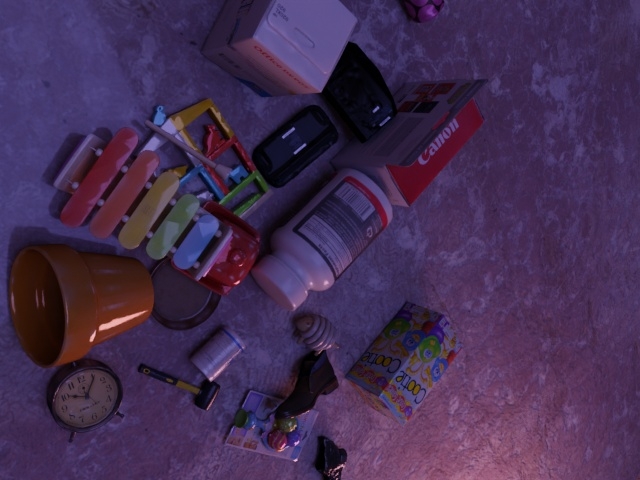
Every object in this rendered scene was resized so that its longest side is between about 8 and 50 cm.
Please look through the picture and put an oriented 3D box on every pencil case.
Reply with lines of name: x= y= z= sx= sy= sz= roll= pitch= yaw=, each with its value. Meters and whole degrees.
pencil case: x=0.225 y=-0.634 z=1.381 sx=0.098 sy=0.095 sz=0.209 roll=-55 pitch=128 yaw=-33

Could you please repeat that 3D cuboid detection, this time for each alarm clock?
alarm clock: x=-0.452 y=0.275 z=1.097 sx=0.129 sy=0.064 sz=0.192 roll=-20 pitch=113 yaw=-30

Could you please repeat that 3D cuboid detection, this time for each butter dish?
butter dish: x=-0.188 y=0.025 z=1.163 sx=0.160 sy=0.118 sz=0.160 roll=37 pitch=78 yaw=-36

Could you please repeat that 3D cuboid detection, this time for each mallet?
mallet: x=-0.296 y=0.297 z=1.233 sx=0.189 sy=0.039 sz=0.062 roll=41 pitch=76 yaw=-30

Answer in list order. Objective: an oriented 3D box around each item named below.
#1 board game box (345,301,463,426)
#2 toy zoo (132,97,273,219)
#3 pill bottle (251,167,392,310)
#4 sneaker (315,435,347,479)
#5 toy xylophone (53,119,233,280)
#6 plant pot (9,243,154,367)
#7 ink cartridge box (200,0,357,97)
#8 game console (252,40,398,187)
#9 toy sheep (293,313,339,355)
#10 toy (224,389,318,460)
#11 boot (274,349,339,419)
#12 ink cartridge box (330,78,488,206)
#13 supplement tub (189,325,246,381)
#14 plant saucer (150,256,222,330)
board game box: x=0.226 y=0.323 z=1.538 sx=0.275 sy=0.142 sz=0.144 roll=-47 pitch=122 yaw=-19
toy zoo: x=-0.243 y=-0.151 z=1.180 sx=0.192 sy=0.030 sz=0.293 roll=-44 pitch=121 yaw=-20
pill bottle: x=0.000 y=0.000 z=1.292 sx=0.318 sy=0.176 sz=0.176 roll=-45 pitch=121 yaw=-19
sneaker: x=0.018 y=0.597 z=1.506 sx=0.089 sy=0.051 sz=0.170 roll=15 pitch=86 yaw=-36
toy xylophone: x=-0.304 y=-0.085 z=1.063 sx=0.322 sy=0.081 sz=0.236 roll=27 pitch=89 yaw=-14
plant pot: x=-0.411 y=0.102 z=1.025 sx=0.188 sy=0.205 sz=0.205 roll=-8 pitch=105 yaw=-50
ink cartridge box: x=-0.083 y=-0.396 z=1.118 sx=0.171 sy=0.232 sz=0.168 roll=31 pitch=82 yaw=-36
game console: x=-0.003 y=-0.273 z=1.295 sx=0.361 sy=0.044 sz=0.213 roll=-41 pitch=101 yaw=-11
toy sheep: x=-0.006 y=0.225 z=1.392 sx=0.132 sy=0.091 sz=0.091 roll=37 pitch=78 yaw=-29
toy: x=-0.101 y=0.456 z=1.388 sx=0.237 sy=0.056 sz=0.137 roll=30 pitch=82 yaw=-35
boot: x=-0.044 y=0.340 z=1.383 sx=0.219 sy=0.082 sz=0.106 roll=-22 pitch=102 yaw=-52
ink cartridge box: x=0.226 y=-0.231 z=1.348 sx=0.309 sy=0.272 sz=0.130 roll=-47 pitch=122 yaw=-18
supplement tub: x=-0.221 y=0.244 z=1.251 sx=0.107 sy=0.071 sz=0.071 roll=-44 pitch=121 yaw=-20
plant saucer: x=-0.285 y=0.103 z=1.203 sx=0.168 sy=0.029 sz=0.168 roll=-8 pitch=104 yaw=-35
